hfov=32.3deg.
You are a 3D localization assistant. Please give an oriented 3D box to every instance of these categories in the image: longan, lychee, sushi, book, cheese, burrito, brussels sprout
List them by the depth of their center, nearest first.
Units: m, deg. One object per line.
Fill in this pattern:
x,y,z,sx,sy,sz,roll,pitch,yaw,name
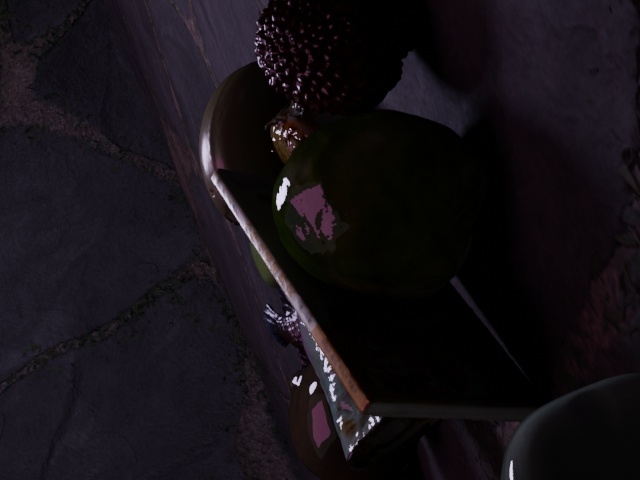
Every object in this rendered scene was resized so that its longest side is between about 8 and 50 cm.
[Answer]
0.047,-0.027,0.871,0.144,0.161,0.181,52,171,40,brussels sprout
0.012,-0.158,0.873,0.123,0.129,0.123,4,95,51,lychee
0.046,0.044,0.949,0.020,0.207,0.295,-59,44,25,book
-0.006,-0.115,1.156,0.097,0.103,0.226,40,178,-20,sushi
0.046,0.132,1.242,0.089,0.144,0.229,43,-169,-47,burrito
-0.065,-0.119,1.307,0.091,0.175,0.203,-5,82,40,cheese
0.041,0.217,1.372,0.189,0.189,0.189,158,90,-79,longan

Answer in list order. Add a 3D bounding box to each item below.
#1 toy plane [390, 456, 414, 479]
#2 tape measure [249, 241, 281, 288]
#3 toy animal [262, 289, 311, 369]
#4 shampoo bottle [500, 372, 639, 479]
0.105,0.373,1.577,0.316,0.103,0.204,62,172,-4,toy plane
0.000,0.000,1.215,0.177,0.154,0.088,119,132,-71,tape measure
-0.006,0.131,1.572,0.179,0.116,0.219,-142,38,-71,toy animal
0.198,0.248,0.701,0.222,0.151,0.350,56,164,39,shampoo bottle
